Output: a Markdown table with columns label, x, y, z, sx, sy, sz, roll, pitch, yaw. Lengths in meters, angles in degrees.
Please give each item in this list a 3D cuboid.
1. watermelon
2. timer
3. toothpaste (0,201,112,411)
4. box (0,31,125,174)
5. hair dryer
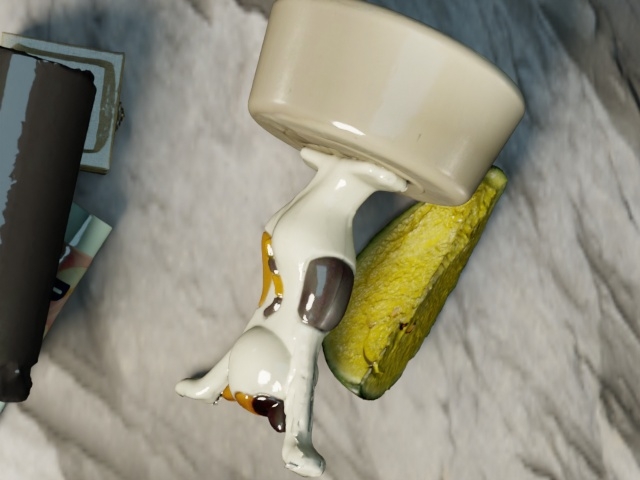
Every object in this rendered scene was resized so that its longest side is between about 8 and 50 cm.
| label | x | y | z | sx | sy | sz | roll | pitch | yaw |
| --- | --- | --- | --- | --- | --- | --- | --- | --- | --- |
| watermelon | 0.069 | 0.040 | 0.702 | 0.075 | 0.092 | 0.181 | 44 | 68 | -26 |
| timer | 0.000 | 0.000 | 0.644 | 0.175 | 0.175 | 0.266 | 24 | 87 | -15 |
| toothpaste | -0.204 | 0.068 | 0.646 | 0.056 | 0.036 | 0.205 | 34 | 85 | -10 |
| box | -0.170 | -0.088 | 0.657 | 0.083 | 0.035 | 0.079 | 9 | 86 | -17 |
| hair dryer | -0.269 | -0.032 | 0.586 | 0.251 | 0.089 | 0.197 | 14 | 90 | 1 |
